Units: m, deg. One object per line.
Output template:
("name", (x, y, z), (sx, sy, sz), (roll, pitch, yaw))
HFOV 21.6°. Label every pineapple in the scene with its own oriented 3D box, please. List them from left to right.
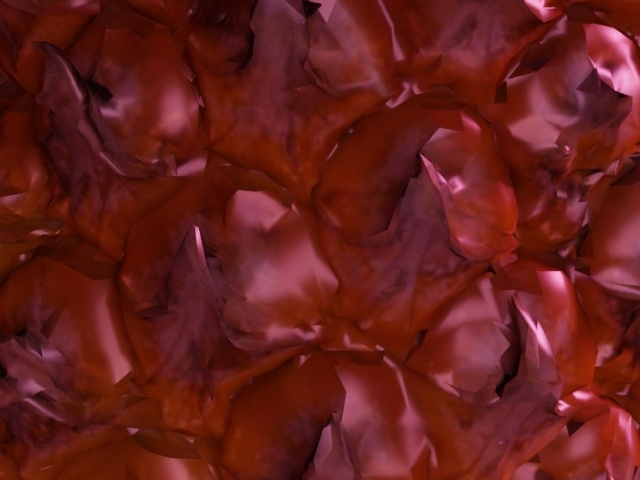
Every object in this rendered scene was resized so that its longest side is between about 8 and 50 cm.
("pineapple", (-0.002, 0.001, 0.583), (0.352, 0.352, 0.300), (3, 106, -18))
